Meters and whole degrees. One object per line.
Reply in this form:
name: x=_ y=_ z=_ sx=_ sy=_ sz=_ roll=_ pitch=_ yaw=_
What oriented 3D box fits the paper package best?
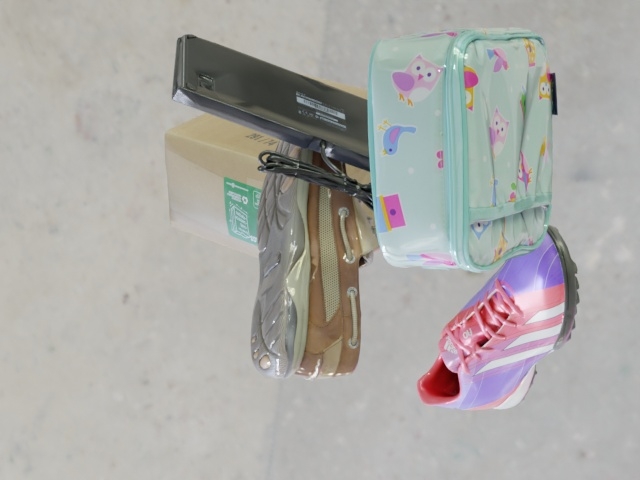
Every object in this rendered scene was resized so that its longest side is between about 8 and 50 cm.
paper package: x=-0.019 y=-0.102 z=2.158 sx=0.309 sy=0.324 sz=0.168 roll=-28 pitch=123 yaw=-38

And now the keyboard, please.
keyboard: x=-0.003 y=-0.104 z=1.517 sx=0.317 sy=0.201 sz=0.033 roll=18 pitch=124 yaw=-17

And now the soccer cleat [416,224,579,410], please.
soccer cleat: x=0.195 y=0.098 z=1.636 sx=0.116 sy=0.109 sz=0.318 roll=-7 pitch=148 yaw=-16

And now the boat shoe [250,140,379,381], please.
boat shoe: x=0.000 y=0.000 z=1.596 sx=0.116 sy=0.324 sz=0.123 roll=12 pitch=161 yaw=-19

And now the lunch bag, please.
lunch bag: x=0.138 y=-0.080 z=1.351 sx=0.279 sy=0.107 sz=0.224 roll=-14 pitch=101 yaw=-64
